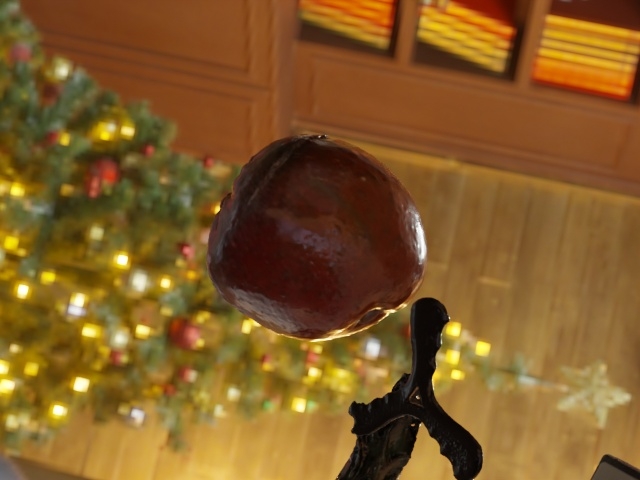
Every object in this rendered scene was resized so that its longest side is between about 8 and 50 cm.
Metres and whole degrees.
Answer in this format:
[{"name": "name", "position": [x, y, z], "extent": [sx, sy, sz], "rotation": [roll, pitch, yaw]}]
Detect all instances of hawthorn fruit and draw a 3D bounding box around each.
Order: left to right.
[{"name": "hawthorn fruit", "position": [0.000, 0.000, 1.196], "extent": [0.173, 0.173, 0.173], "rotation": [12, 90, -84]}]

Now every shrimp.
[{"name": "shrimp", "position": [0.021, 0.368, 1.864], "extent": [0.445, 0.085, 0.272], "rotation": [-65, 174, 2]}]

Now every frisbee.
[{"name": "frisbee", "position": [0.099, 0.188, 1.721], "extent": [0.012, 0.187, 0.211], "rotation": [-1, 68, -47]}]

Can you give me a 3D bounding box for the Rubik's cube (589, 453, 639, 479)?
[{"name": "Rubik's cube", "position": [0.370, 0.370, 1.550], "extent": [0.207, 0.205, 0.205], "rotation": [-61, -149, -3]}]
